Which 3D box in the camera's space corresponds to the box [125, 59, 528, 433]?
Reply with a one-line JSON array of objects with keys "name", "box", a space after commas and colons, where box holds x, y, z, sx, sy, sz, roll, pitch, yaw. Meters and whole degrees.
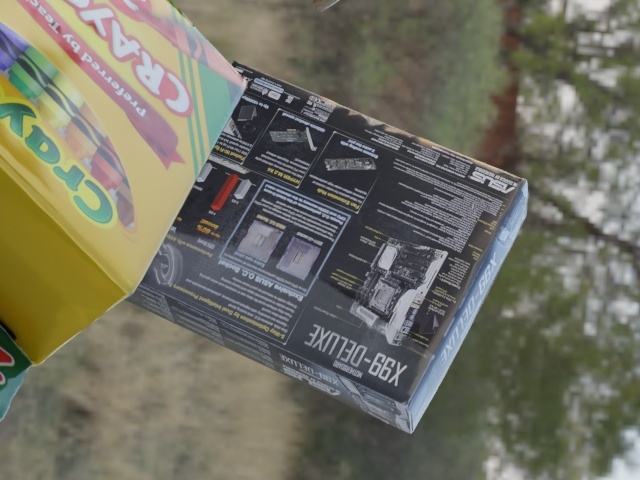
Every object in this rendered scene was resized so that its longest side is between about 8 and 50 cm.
[{"name": "box", "box": [0.000, 0.000, 1.422, 0.242, 0.307, 0.076, -61, 164, -21]}]

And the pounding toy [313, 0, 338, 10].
[{"name": "pounding toy", "box": [-0.044, -0.264, 1.258, 0.154, 0.269, 0.155, -8, 116, -47]}]

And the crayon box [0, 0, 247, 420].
[{"name": "crayon box", "box": [-0.163, -0.073, 0.841, 0.081, 0.202, 0.318, -36, -162, 26]}]
